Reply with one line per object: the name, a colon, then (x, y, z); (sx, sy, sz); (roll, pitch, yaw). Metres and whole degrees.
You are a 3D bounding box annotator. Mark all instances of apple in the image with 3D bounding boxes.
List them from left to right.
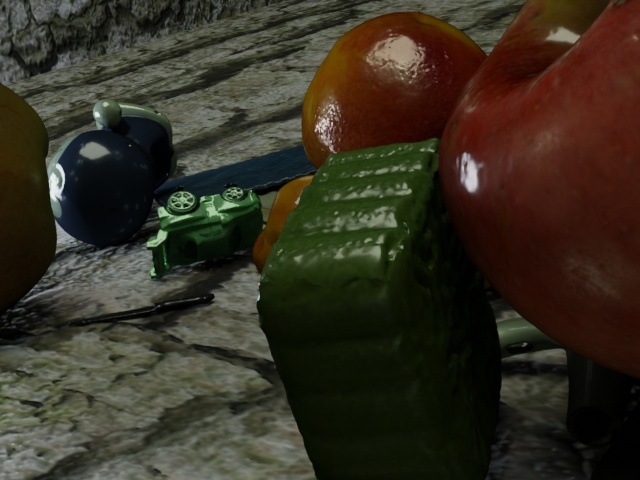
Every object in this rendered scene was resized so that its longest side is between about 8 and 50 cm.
apple: (-0.454, -0.039, 1.371); (0.305, 0.338, 0.338); (2, 10, -31)
apple: (0.281, -0.065, 0.817); (0.364, 0.364, 0.364); (-9, 19, 3)

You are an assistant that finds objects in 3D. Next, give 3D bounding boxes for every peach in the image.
peach: (0.000, 0.000, 1.271); (0.138, 0.138, 0.138); (-9, 19, 3)
peach: (0.106, -0.152, 1.505); (0.281, 0.238, 0.281); (-8, 56, 12)

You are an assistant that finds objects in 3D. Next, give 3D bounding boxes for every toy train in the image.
toy train: (-0.143, -0.010, 1.464); (0.149, 0.099, 0.081); (-8, 47, -10)

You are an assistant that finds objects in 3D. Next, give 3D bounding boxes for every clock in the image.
clock: (-0.288, -0.097, 1.643); (0.147, 0.199, 0.243); (6, 28, 9)

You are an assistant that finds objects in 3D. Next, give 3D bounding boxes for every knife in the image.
knife: (-0.204, 0.080, 1.343); (0.170, 0.010, 0.023); (-11, 13, 4)

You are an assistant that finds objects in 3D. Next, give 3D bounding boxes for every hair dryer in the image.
hair dryer: (0.189, 0.103, 0.991); (0.225, 0.088, 0.219); (-22, 21, 7)

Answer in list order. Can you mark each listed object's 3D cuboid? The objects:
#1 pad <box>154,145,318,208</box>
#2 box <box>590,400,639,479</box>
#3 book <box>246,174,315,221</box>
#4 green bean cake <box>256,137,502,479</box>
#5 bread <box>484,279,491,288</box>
pad: (-0.115, -0.094, 1.746); (0.270, 0.012, 0.269); (-17, 13, -13)
box: (0.346, 0.123, 0.849); (0.211, 0.058, 0.350); (3, 23, 32)
book: (0.020, -0.086, 1.679); (0.289, 0.026, 0.201); (-21, 20, -28)
green bean cake: (0.057, 0.067, 0.883); (0.125, 0.248, 0.222); (-6, 26, 19)
bread: (0.240, -0.018, 1.285); (0.271, 0.077, 0.139); (-21, 25, -25)
